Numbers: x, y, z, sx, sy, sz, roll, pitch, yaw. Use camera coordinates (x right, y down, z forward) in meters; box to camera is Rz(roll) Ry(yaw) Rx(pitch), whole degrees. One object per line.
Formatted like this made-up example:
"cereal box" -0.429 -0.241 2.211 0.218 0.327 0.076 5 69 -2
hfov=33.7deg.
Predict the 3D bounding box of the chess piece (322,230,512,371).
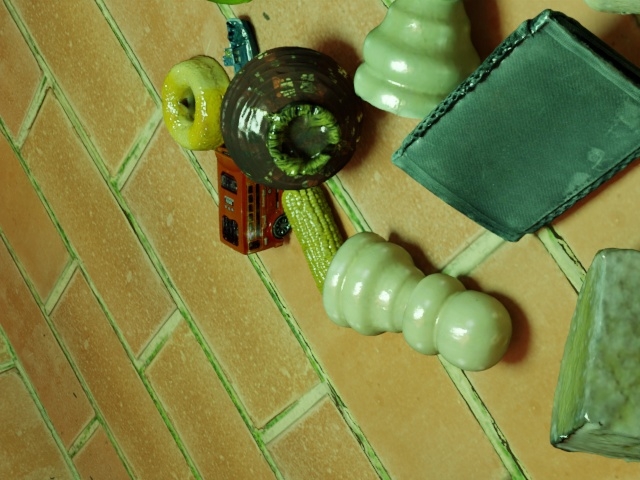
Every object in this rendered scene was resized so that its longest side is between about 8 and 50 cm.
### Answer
"chess piece" 0.160 0.111 1.662 0.300 0.167 0.167 25 125 37

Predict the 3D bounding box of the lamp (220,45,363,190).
"lamp" -0.044 -0.193 1.698 0.247 0.247 0.247 25 125 42

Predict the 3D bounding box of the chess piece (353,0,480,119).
"chess piece" 0.159 -0.346 1.448 0.182 0.182 0.330 32 123 38

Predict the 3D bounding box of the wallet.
"wallet" 0.276 -0.144 1.383 0.237 0.075 0.342 31 141 -13

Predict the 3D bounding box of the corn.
"corn" 0.000 0.000 1.857 0.080 0.080 0.238 -24 90 52

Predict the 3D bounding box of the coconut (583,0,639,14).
"coconut" 0.357 -0.373 1.148 0.234 0.224 0.224 -32 80 17

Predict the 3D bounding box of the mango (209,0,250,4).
"mango" -0.181 -0.476 1.829 0.233 0.111 0.125 38 120 51

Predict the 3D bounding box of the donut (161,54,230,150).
"donut" -0.240 -0.257 2.027 0.174 0.075 0.190 40 133 32

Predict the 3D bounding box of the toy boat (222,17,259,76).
"toy boat" -0.145 -0.329 1.888 0.060 0.061 0.137 9 114 48

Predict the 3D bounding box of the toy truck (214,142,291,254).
"toy truck" -0.127 -0.106 1.928 0.107 0.114 0.252 27 127 42

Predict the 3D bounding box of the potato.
"potato" 0.432 0.163 1.406 0.189 0.211 0.264 80 -162 -77
